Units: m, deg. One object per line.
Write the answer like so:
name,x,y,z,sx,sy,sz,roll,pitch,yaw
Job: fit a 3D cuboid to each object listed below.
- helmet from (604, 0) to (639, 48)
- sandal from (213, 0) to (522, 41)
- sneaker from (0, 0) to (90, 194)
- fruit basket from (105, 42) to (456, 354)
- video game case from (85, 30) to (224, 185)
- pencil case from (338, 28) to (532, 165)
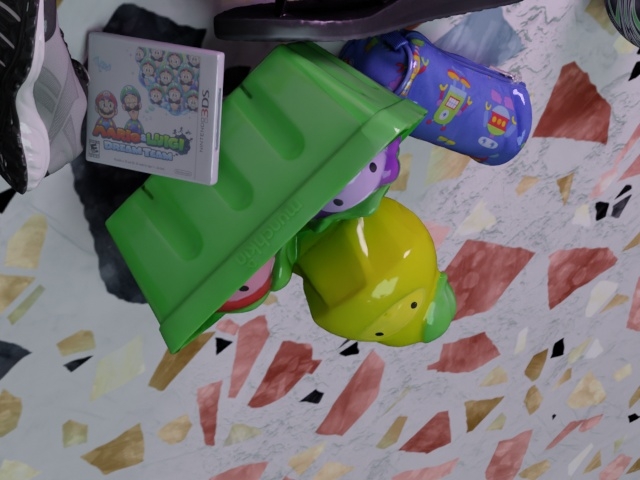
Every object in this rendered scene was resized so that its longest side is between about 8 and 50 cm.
helmet,0.461,-0.334,1.931,0.169,0.169,0.162,13,101,-47
sandal,0.054,-0.298,1.639,0.445,0.167,0.107,-19,111,-39
sneaker,-0.291,-0.176,1.480,0.108,0.100,0.272,-30,147,-33
fruit basket,0.000,0.000,1.646,0.392,0.392,0.283,-54,176,14
video game case,-0.179,-0.141,1.534,0.019,0.157,0.143,-35,134,-61
pencil case,0.154,-0.186,1.832,0.306,0.119,0.133,14,116,-47
